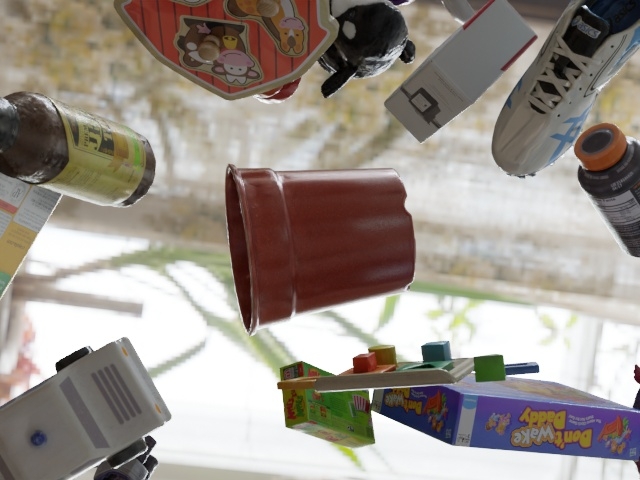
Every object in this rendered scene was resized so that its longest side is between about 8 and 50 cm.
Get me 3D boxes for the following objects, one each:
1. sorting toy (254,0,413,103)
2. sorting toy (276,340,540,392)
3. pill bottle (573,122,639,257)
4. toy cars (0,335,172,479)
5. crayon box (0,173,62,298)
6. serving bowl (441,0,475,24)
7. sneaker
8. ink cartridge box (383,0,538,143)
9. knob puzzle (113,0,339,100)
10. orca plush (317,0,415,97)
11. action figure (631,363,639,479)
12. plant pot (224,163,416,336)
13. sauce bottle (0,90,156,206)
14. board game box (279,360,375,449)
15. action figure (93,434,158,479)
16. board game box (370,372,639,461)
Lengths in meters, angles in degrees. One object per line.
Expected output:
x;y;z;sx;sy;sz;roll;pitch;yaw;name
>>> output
-0.017;-0.323;2.222;0.126;0.365;0.127;-21;84;-58;sorting toy
0.103;0.157;1.809;0.196;0.347;0.047;-2;86;-70;sorting toy
0.528;-0.092;2.461;0.246;0.130;0.130;50;25;-34;pill bottle
-0.319;0.138;1.127;0.087;0.393;0.177;83;16;-85;toy cars
-0.468;-0.017;1.897;0.323;0.083;0.203;-61;159;-3;crayon box
0.201;-0.351;2.123;0.083;0.027;0.083;53;6;-8;serving bowl
0.231;-0.163;1.303;0.237;0.085;0.086;-54;152;6;sneaker
0.140;-0.172;1.449;0.109;0.063;0.150;-46;-177;-19;ink cartridge box
-0.081;-0.180;1.191;0.213;0.213;0.030;104;-2;-53;knob puzzle
0.010;-0.227;1.720;0.287;0.151;0.102;18;-105;56;orca plush
0.559;0.375;2.295;0.248;0.275;0.370;-22;91;-63;action figure
0.000;0.000;2.244;0.272;0.265;0.273;173;-90;-81;plant pot
-0.331;-0.117;1.728;0.344;0.111;0.111;17;78;-63;sauce bottle
0.012;0.246;2.111;0.181;0.043;0.092;28;48;-51;board game box
-0.279;0.376;1.759;0.185;0.099;0.285;71;29;-46;action figure
0.284;0.260;2.168;0.233;0.347;0.078;14;-86;62;board game box
